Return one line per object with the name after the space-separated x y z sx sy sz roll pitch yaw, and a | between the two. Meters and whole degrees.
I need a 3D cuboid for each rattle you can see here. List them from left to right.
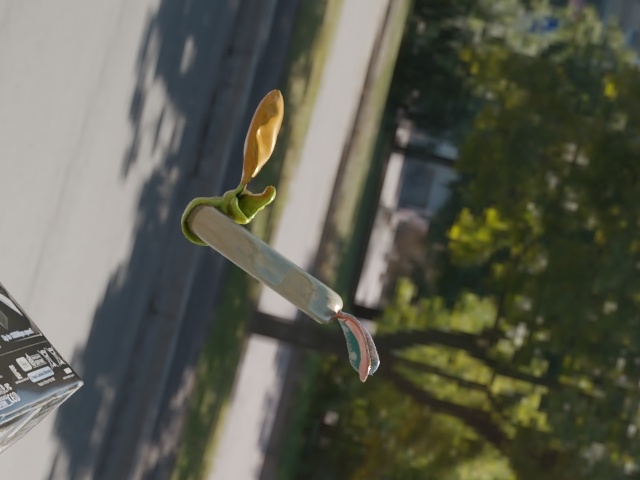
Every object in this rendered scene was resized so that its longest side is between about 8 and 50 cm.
0.000 0.000 1.311 0.143 0.200 0.130 -49 152 -17 | rattle

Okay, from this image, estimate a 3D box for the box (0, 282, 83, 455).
-0.233 0.004 0.636 0.076 0.242 0.307 -41 177 8 | box
